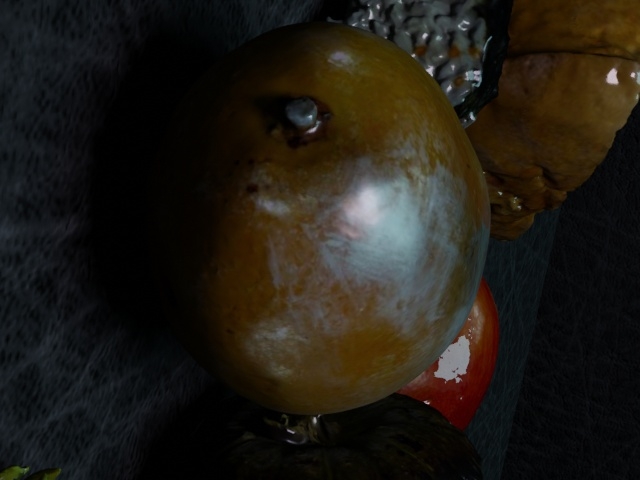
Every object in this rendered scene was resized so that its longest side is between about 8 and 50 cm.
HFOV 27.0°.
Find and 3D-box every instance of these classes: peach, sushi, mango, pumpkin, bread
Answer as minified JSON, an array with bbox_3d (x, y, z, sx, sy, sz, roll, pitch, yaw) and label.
[{"bbox_3d":[0.053,0.092,1.079,0.197,0.197,0.197,15,90,-74],"label":"peach"},{"bbox_3d":[0.085,-0.192,1.027,0.126,0.136,0.225,82,21,-72],"label":"sushi"},{"bbox_3d":[0.000,0.000,0.817,0.384,0.199,0.221,94,8,-74],"label":"mango"},{"bbox_3d":[0.001,0.182,0.904,0.238,0.238,0.159,-51,143,-55],"label":"pumpkin"},{"bbox_3d":[0.154,-0.133,1.208,0.340,0.179,0.194,125,-18,-68],"label":"bread"}]

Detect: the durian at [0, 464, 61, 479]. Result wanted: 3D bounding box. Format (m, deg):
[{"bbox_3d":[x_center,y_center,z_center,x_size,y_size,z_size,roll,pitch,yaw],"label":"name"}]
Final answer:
[{"bbox_3d":[-0.189,0.242,0.611,0.198,0.163,0.394,-36,-169,44],"label":"durian"}]
